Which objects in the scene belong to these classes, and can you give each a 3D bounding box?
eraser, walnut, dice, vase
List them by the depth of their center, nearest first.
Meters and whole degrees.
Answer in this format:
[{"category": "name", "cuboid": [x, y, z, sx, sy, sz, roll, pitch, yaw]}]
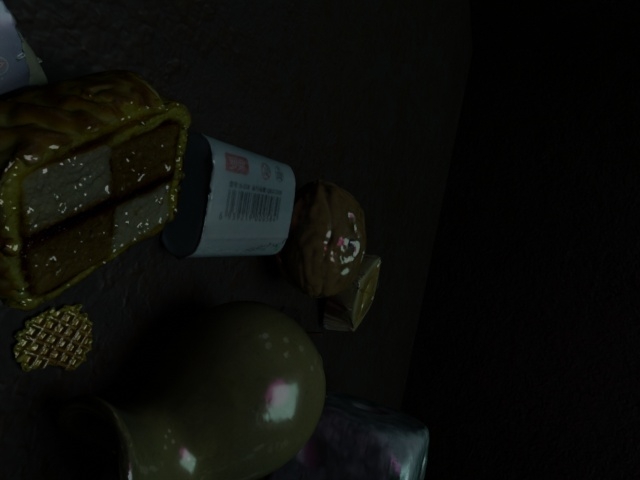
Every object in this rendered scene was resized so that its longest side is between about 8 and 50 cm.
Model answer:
[{"category": "vase", "cuboid": [-0.155, 0.267, 0.577, 0.302, 0.241, 0.329, -30, 140, -46]}, {"category": "eraser", "cuboid": [-0.132, -0.058, 0.652, 0.227, 0.081, 0.174, 1, 101, -66]}, {"category": "walnut", "cuboid": [0.000, 0.000, 0.828, 0.198, 0.198, 0.244, -13, 110, -63]}, {"category": "dice", "cuboid": [0.079, 0.600, 1.049, 0.328, 0.331, 0.348, 33, 70, -63]}]

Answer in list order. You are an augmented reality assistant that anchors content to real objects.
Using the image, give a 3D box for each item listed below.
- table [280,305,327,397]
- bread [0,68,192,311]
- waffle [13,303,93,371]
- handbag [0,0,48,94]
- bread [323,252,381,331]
[{"category": "table", "cuboid": [-0.053, 0.287, 0.910, 0.121, 0.111, 0.240, -43, 137, -51]}, {"category": "bread", "cuboid": [-0.226, -0.057, 0.386, 0.222, 0.096, 0.181, -50, 164, -51]}, {"category": "waffle", "cuboid": [-0.290, 0.110, 0.451, 0.085, 0.016, 0.078, 3, 92, -66]}, {"category": "handbag", "cuboid": [-0.291, -0.141, 0.277, 0.173, 0.095, 0.117, -47, 155, -41]}, {"category": "bread", "cuboid": [0.081, 0.138, 1.148, 0.210, 0.110, 0.192, -44, 143, -52]}]
